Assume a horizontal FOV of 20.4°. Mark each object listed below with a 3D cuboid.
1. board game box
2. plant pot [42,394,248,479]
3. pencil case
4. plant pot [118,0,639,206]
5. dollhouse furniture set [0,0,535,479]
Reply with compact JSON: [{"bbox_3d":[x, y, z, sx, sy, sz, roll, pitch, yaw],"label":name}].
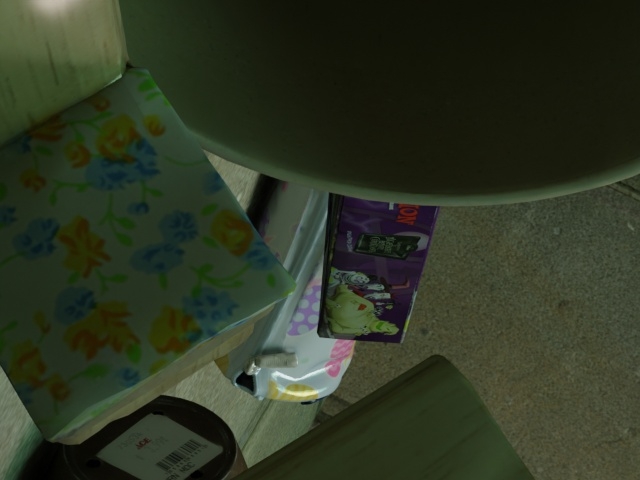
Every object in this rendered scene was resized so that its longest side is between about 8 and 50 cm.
[{"bbox_3d":[0.037,-0.150,0.817,0.208,0.056,0.346,89,5,-64],"label":"board game box"},{"bbox_3d":[-0.110,0.221,1.136,0.215,0.215,0.230,-54,154,-54],"label":"plant pot"},{"bbox_3d":[0.000,0.000,1.399,0.124,0.113,0.273,-21,142,-50],"label":"pencil case"},{"bbox_3d":[0.043,-0.198,0.580,0.256,0.257,0.274,108,-5,-52],"label":"plant pot"},{"bbox_3d":[-0.105,0.163,0.306,0.394,0.362,0.256,-31,167,-11],"label":"dollhouse furniture set"}]
